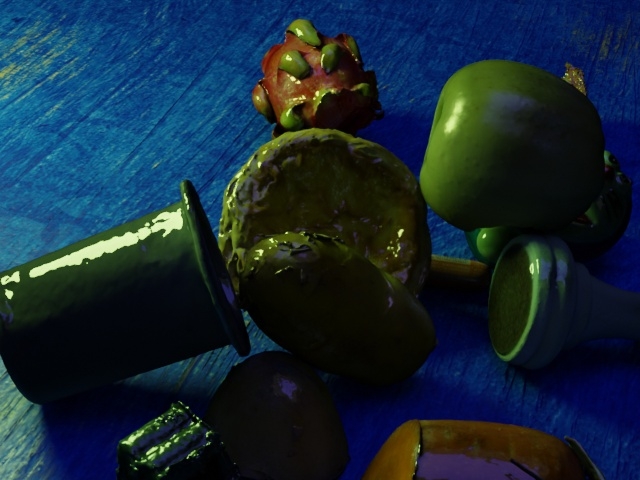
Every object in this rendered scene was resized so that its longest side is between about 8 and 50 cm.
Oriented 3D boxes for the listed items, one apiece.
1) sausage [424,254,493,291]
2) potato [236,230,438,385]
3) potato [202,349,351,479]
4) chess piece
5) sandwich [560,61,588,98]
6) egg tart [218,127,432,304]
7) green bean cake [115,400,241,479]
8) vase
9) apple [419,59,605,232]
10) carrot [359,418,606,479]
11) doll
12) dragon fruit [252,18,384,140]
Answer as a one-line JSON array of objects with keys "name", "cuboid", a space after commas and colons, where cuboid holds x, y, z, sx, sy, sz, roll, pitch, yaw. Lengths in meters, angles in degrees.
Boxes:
[{"name": "sausage", "cuboid": [0.104, 0.038, 1.836, 0.348, 0.053, 0.053, 7, 32, 1]}, {"name": "potato", "cuboid": [0.016, 0.092, 1.555, 0.300, 0.173, 0.140, 32, 39, -30]}, {"name": "potato", "cuboid": [-0.051, 0.208, 1.486, 0.182, 0.117, 0.202, -5, 33, -22]}, {"name": "chess piece", "cuboid": [0.409, 0.103, 1.685, 0.299, 0.194, 0.194, 9, 31, -12]}, {"name": "sandwich", "cuboid": [0.481, -0.231, 2.259, 0.079, 0.159, 0.235, -10, 55, 14]}, {"name": "egg tart", "cuboid": [0.002, -0.004, 1.728, 0.341, 0.341, 0.129, -6, -8, -19]}, {"name": "green bean cake", "cuboid": [-0.128, 0.298, 1.242, 0.107, 0.208, 0.193, -24, 41, -35]}, {"name": "vase", "cuboid": [-0.262, 0.076, 1.512, 0.291, 0.245, 0.245, -18, 34, 0]}, {"name": "apple", "cuboid": [0.273, -0.135, 1.697, 0.279, 0.279, 0.279, 4, 32, -3]}, {"name": "carrot", "cuboid": [0.198, 0.296, 1.300, 0.331, 0.214, 0.193, 11, 33, 1]}, {"name": "doll", "cuboid": [0.365, -0.051, 1.902, 0.322, 0.186, 0.198, -14, 70, -14]}, {"name": "dragon fruit", "cuboid": [-0.015, -0.281, 2.198, 0.228, 0.243, 0.307, -21, -4, -3]}]
